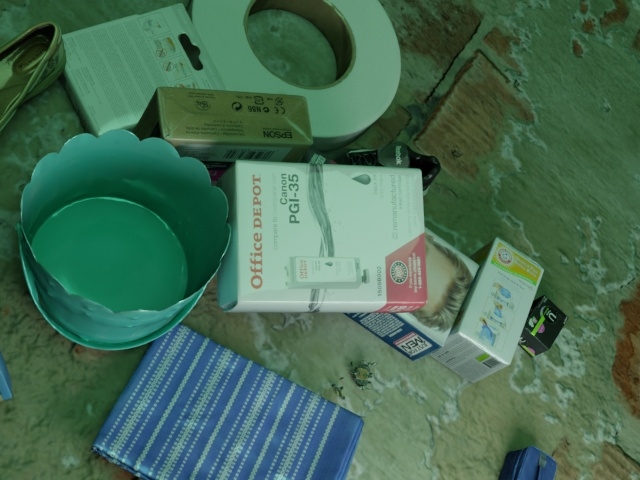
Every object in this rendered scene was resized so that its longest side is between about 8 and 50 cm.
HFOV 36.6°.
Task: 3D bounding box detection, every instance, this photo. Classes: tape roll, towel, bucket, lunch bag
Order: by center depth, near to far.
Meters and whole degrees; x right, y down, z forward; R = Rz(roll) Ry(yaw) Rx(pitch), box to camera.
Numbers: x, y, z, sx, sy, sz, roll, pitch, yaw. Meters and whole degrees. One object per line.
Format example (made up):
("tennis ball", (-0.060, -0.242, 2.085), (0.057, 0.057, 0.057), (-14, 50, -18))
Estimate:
("bucket", (-0.277, 0.007, 1.329), (0.281, 0.183, 0.281), (8, 63, -17))
("towel", (-0.117, 0.268, 1.344), (0.336, 0.040, 0.243), (28, 49, -1))
("lunch bag", (0.330, 0.381, 1.539), (0.067, 0.065, 0.098), (31, 58, -11))
("tape roll", (-0.046, -0.334, 1.665), (0.392, 0.072, 0.392), (10, 65, -22))

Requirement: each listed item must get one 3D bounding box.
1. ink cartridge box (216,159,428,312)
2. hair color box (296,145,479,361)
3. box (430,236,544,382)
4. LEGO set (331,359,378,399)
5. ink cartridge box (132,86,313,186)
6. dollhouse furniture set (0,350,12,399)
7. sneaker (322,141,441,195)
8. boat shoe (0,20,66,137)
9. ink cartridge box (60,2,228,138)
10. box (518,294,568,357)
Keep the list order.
("ink cartridge box", (0.000, 0.000, 1.394), (0.283, 0.117, 0.207), (1, 81, -17))
("hair color box", (0.067, 0.021, 1.545), (0.347, 0.105, 0.174), (35, 59, -9))
("box", (0.272, 0.114, 1.598), (0.103, 0.114, 0.203), (33, 58, -8))
("LEGO set", (0.054, 0.216, 1.508), (0.083, 0.023, 0.054), (-15, 73, -16))
("ink cartridge box", (-0.156, -0.145, 1.457), (0.234, 0.193, 0.088), (-1, 69, -26))
("dollhouse furniture set", (-0.568, 0.093, 1.198), (0.286, 0.303, 0.198), (-18, 36, -10))
("sneaker", (0.100, -0.128, 1.625), (0.234, 0.106, 0.078), (6, 65, -23))
("boat shoe", (-0.476, -0.207, 1.373), (0.104, 0.089, 0.285), (37, 70, -4))
("ink cartridge box", (-0.285, -0.261, 1.515), (0.224, 0.056, 0.181), (-23, 79, -25))
("box", (0.376, 0.148, 1.670), (0.062, 0.052, 0.083), (43, 56, -3))
